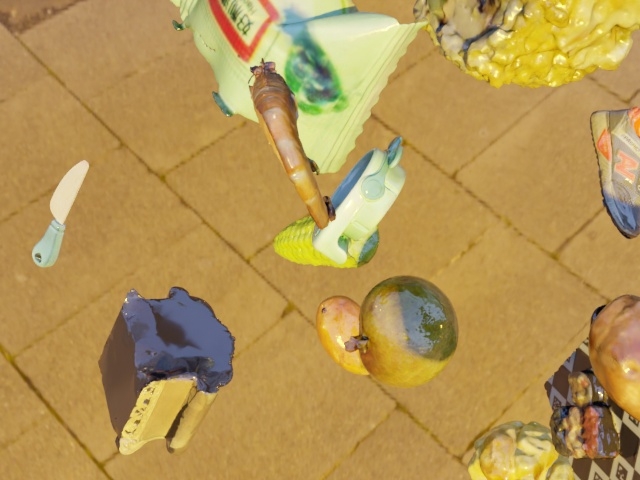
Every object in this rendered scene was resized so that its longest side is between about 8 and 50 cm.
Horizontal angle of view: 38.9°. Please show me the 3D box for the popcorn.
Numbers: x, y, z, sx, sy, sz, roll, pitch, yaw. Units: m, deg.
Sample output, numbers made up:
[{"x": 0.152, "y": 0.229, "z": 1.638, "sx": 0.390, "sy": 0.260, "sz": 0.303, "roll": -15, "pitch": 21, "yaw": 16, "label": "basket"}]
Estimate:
[{"x": 0.370, "y": 0.460, "z": 1.627, "sx": 0.215, "sy": 0.286, "sz": 0.252, "roll": 12, "pitch": 27, "yaw": 32, "label": "popcorn"}]

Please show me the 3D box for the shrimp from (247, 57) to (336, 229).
[{"x": -0.020, "y": -0.075, "z": 0.719, "sx": 0.034, "sy": 0.124, "sz": 0.178, "roll": -26, "pitch": 30, "yaw": 3, "label": "shrimp"}]

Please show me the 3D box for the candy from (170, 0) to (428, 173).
[{"x": -0.067, "y": -0.313, "z": 1.242, "sx": 0.398, "sy": 0.263, "sz": 0.172, "roll": 51, "pitch": 32, "yaw": 19, "label": "candy"}]

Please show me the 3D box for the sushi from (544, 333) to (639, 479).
[{"x": 0.384, "y": 0.267, "z": 1.325, "sx": 0.047, "sy": 0.220, "sz": 0.231, "roll": -1, "pitch": 55, "yaw": -16, "label": "sushi"}]

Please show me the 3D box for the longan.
[{"x": 0.107, "y": 0.128, "z": 1.247, "sx": 0.176, "sy": 0.145, "sz": 0.155, "roll": -16, "pitch": 90, "yaw": -22, "label": "longan"}]

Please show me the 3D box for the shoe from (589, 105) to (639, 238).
[{"x": 0.439, "y": -0.101, "z": 1.285, "sx": 0.077, "sy": 0.074, "sz": 0.194, "roll": -16, "pitch": 73, "yaw": 32, "label": "shoe"}]

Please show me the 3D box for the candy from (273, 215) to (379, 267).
[{"x": 0.000, "y": 0.000, "z": 1.480, "sx": 0.209, "sy": 0.097, "sz": 0.097, "roll": -5, "pitch": 42, "yaw": 46, "label": "candy"}]

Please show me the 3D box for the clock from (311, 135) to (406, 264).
[{"x": 0.062, "y": -0.063, "z": 1.276, "sx": 0.060, "sy": 0.188, "sz": 0.148, "roll": 35, "pitch": 21, "yaw": -8, "label": "clock"}]

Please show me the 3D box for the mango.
[{"x": 0.049, "y": 0.185, "z": 1.746, "sx": 0.115, "sy": 0.089, "sz": 0.165, "roll": -10, "pitch": 80, "yaw": -47, "label": "mango"}]

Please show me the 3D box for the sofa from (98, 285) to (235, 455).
[{"x": -0.272, "y": 0.236, "z": 1.626, "sx": 0.182, "sy": 0.200, "sz": 0.258, "roll": 9, "pitch": 37, "yaw": -32, "label": "sofa"}]

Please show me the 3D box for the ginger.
[{"x": 0.430, "y": 0.136, "z": 0.978, "sx": 0.321, "sy": 0.165, "sz": 0.172, "roll": 0, "pitch": 59, "yaw": -31, "label": "ginger"}]

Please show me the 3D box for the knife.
[{"x": -0.500, "y": -0.055, "z": 1.734, "sx": 0.058, "sy": 0.244, "sz": 0.032, "roll": 36, "pitch": 23, "yaw": 25, "label": "knife"}]

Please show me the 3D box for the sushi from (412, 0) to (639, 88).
[{"x": 0.299, "y": -0.403, "z": 1.211, "sx": 0.240, "sy": 0.397, "sz": 0.351, "roll": 0, "pitch": 42, "yaw": -36, "label": "sushi"}]
